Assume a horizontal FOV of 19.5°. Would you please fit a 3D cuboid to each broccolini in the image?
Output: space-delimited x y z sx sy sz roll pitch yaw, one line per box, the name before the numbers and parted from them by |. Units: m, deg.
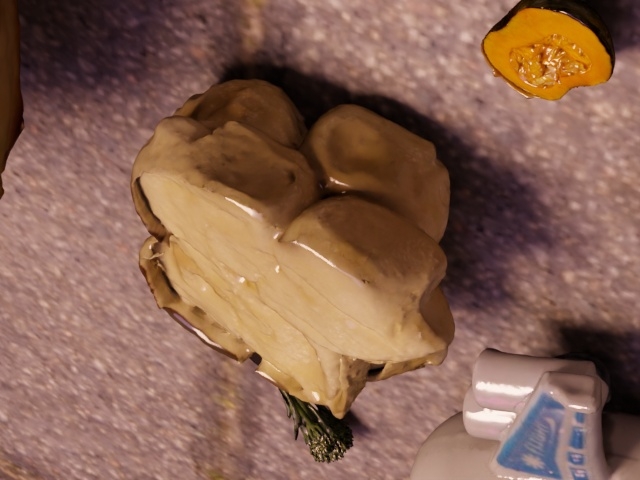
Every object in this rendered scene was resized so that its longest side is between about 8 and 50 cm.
broccolini | -0.021 0.081 1.163 0.140 0.035 0.030 58 159 -21

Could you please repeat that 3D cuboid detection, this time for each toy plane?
toy plane | 0.166 0.158 1.027 0.267 0.122 0.267 24 146 17

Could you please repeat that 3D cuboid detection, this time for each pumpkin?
pumpkin | 0.104 -0.091 0.835 0.050 0.028 0.083 40 154 -15

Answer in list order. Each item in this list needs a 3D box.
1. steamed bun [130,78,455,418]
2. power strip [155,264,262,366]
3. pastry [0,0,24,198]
steamed bun | 0.000 0.000 0.972 0.192 0.106 0.177 25 151 25
power strip | -0.055 0.029 1.110 0.111 0.038 0.029 42 144 -17
pastry | -0.314 -0.106 0.894 0.389 0.312 0.388 14 133 16
